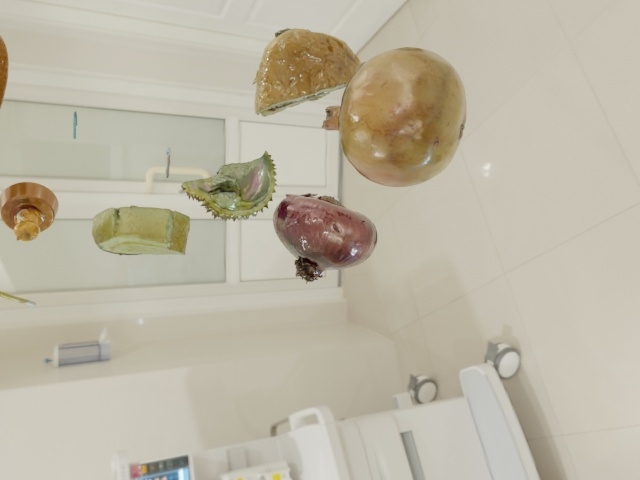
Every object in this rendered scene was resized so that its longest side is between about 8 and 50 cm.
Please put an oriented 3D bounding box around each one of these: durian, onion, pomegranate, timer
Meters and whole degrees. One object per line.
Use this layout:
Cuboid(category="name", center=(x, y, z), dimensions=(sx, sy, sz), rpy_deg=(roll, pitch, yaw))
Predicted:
Cuboid(category="durian", center=(-0.260, -0.151, 1.535), dimensions=(0.172, 0.306, 0.166), rpy_deg=(44, 140, 42))
Cuboid(category="onion", center=(0.000, 0.000, 1.599), dimensions=(0.347, 0.347, 0.285), rpy_deg=(17, 86, 62))
Cuboid(category="pomegranate", center=(0.134, -0.230, 0.961), dimensions=(0.270, 0.229, 0.252), rpy_deg=(10, 92, 18))
Cuboid(category="timer", center=(-0.711, -0.049, 1.236), dimensions=(0.152, 0.132, 0.132), rpy_deg=(-120, 39, -46))

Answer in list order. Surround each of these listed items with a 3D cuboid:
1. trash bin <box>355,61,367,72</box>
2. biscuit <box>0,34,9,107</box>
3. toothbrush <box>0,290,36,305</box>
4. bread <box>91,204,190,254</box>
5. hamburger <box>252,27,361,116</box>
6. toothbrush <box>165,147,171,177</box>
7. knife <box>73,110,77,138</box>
Cuboid(category="trash bin", center=(0.123, -0.353, 1.140), dimensions=(0.043, 0.061, 0.092), rpy_deg=(-44, 59, 29))
Cuboid(category="biscuit", center=(-0.902, -0.391, 1.103), dimensions=(0.350, 0.455, 0.078), rpy_deg=(-46, 71, 7))
Cuboid(category="toothbrush", center=(-0.884, 0.135, 1.359), dimensions=(0.021, 0.288, 0.024), rpy_deg=(17, 75, 27))
Cuboid(category="bread", center=(-0.486, -0.028, 1.378), dimensions=(0.186, 0.257, 0.124), rpy_deg=(139, 133, -70))
Cuboid(category="hamburger", center=(-0.057, -0.490, 1.414), dimensions=(0.162, 0.330, 0.209), rpy_deg=(-130, 18, -81))
Cuboid(category="toothbrush", center=(-0.481, -0.246, 1.603), dimensions=(0.019, 0.013, 0.193), rpy_deg=(-47, 34, 20))
Cuboid(category="knife", center=(-0.797, -0.375, 1.652), dimensions=(0.005, 0.014, 0.091), rpy_deg=(19, 109, 37))
